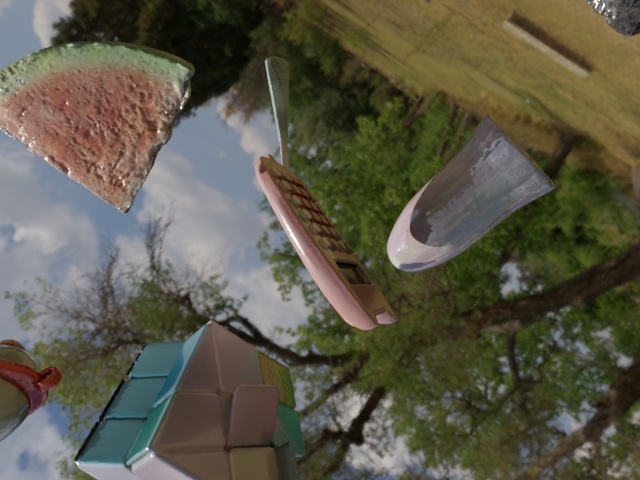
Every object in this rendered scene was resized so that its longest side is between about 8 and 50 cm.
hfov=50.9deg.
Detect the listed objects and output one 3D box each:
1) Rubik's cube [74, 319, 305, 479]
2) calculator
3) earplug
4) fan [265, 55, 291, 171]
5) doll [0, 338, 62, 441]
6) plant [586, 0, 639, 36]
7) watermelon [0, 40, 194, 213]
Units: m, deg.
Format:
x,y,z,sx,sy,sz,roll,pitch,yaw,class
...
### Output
x,y,z,sx,sy,sz,roll,pitch,yaw,class
-0.198,0.355,1.199,0.368,0.358,0.387,39,-138,-15,Rubik's cube
0.000,0.000,1.050,0.330,0.048,0.220,57,-167,13,calculator
0.237,-0.058,1.181,0.172,0.301,0.172,41,-161,-18,earplug
-0.087,-0.261,1.422,0.057,0.023,0.282,6,-108,-31,fan
-0.448,0.193,0.775,0.200,0.336,0.106,-83,-25,-58,doll
0.743,-0.621,1.471,0.194,0.321,0.181,50,-142,13,plant
-0.323,-0.184,0.973,0.193,0.310,0.232,-114,6,-49,watermelon
